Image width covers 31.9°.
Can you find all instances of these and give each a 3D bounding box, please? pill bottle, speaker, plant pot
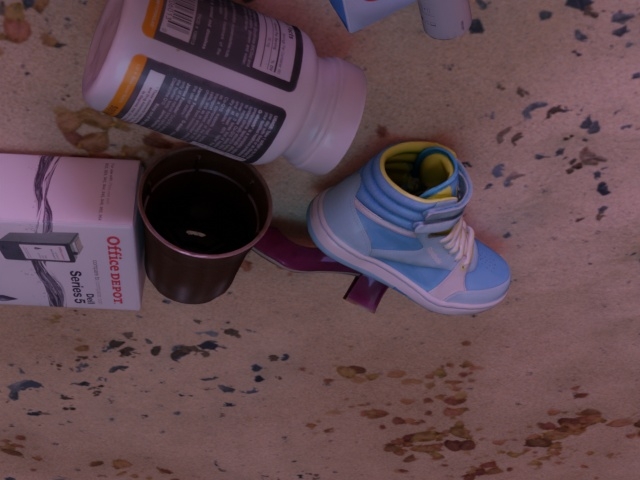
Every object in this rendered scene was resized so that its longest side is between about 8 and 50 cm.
[{"bbox_3d":[-0.102,-0.175,1.208,0.279,0.162,0.162,19,140,-23],"label":"pill bottle"},{"bbox_3d":[0.123,-0.275,1.161,0.055,0.055,0.136,-8,142,11],"label":"speaker"},{"bbox_3d":[-0.157,-0.009,1.443,0.167,0.166,0.165,7,148,-9],"label":"plant pot"}]

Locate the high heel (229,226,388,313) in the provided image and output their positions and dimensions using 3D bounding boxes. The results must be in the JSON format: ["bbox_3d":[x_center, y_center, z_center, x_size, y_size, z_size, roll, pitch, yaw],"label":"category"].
[{"bbox_3d":[0.000,0.000,1.549,0.244,0.117,0.082,27,179,-4],"label":"high heel"}]

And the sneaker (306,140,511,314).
[{"bbox_3d":[0.164,-0.016,1.454,0.319,0.127,0.208,20,140,-26],"label":"sneaker"}]

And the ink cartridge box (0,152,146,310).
[{"bbox_3d":[-0.369,-0.011,1.472,0.273,0.114,0.198,3,143,-3],"label":"ink cartridge box"}]

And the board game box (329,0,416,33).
[{"bbox_3d":[0.120,-0.345,0.895,0.302,0.086,0.308,-27,155,-4],"label":"board game box"}]
